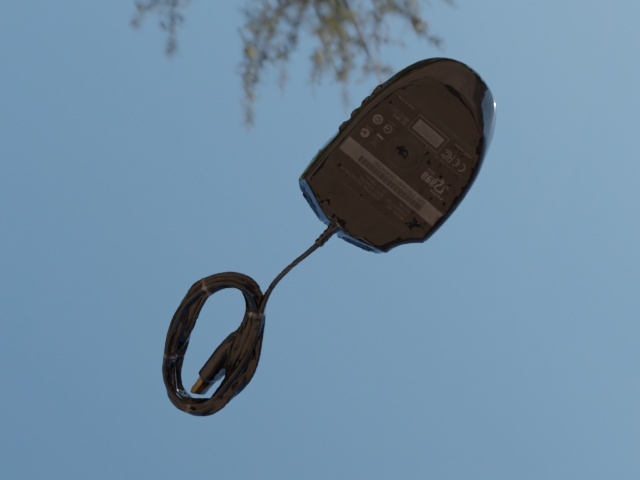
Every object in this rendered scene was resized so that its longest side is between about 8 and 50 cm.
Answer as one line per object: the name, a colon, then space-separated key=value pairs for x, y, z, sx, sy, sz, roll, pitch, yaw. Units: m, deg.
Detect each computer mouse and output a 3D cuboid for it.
computer mouse: x=0.000 y=0.000 z=0.863 sx=0.242 sy=0.071 sz=0.041 roll=-45 pitch=-172 yaw=21
